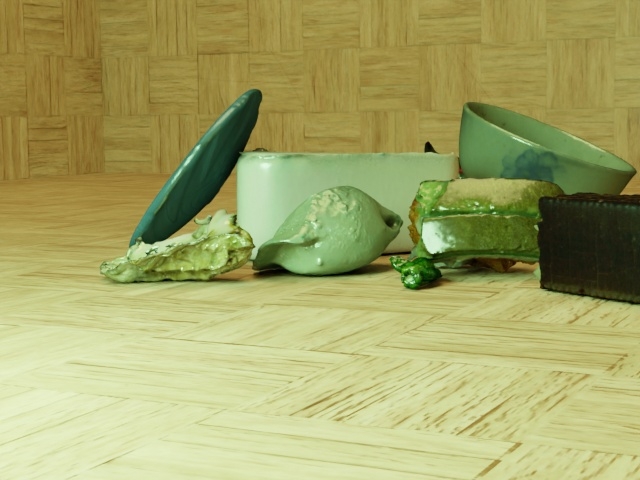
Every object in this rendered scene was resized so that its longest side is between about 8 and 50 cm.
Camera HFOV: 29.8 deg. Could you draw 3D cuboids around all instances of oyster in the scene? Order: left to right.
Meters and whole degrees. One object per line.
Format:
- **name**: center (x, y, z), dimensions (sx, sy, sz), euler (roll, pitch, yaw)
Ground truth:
- **oyster**: center (-0.166, 0.020, 1.422), dimensions (0.209, 0.072, 0.133), euler (-20, 9, 11)

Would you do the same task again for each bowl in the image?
- **bowl**: center (0.335, -0.100, 1.896), dimensions (0.289, 0.146, 0.289), euler (19, 15, -5)

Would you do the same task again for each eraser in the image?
- **eraser**: center (-0.005, -0.055, 1.701), dimensions (0.331, 0.149, 0.331), euler (1, 4, 0)

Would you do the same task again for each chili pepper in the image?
- **chili pepper**: center (0.113, 0.032, 1.373), dimensions (0.056, 0.035, 0.118), euler (14, 8, -5)

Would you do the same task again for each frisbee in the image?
- **frisbee**: center (-0.160, -0.085, 1.671), dimensions (0.049, 0.289, 0.289), euler (37, 8, 0)

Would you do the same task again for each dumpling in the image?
- **dumpling**: center (0.004, -0.014, 1.480), dimensions (0.153, 0.108, 0.219), euler (5, 6, 44)

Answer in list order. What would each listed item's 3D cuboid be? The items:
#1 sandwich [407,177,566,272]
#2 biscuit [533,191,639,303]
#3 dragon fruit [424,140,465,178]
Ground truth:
- **sandwich**: center (0.198, -0.006, 1.458), dimensions (0.185, 0.109, 0.160), euler (4, -21, 3)
- **biscuit**: center (0.320, 0.009, 1.224), dimensions (0.070, 0.106, 0.252), euler (-7, 7, -34)
- **dragon fruit**: center (0.214, -0.093, 2.139), dimensions (0.142, 0.121, 0.130), euler (29, 59, 30)
